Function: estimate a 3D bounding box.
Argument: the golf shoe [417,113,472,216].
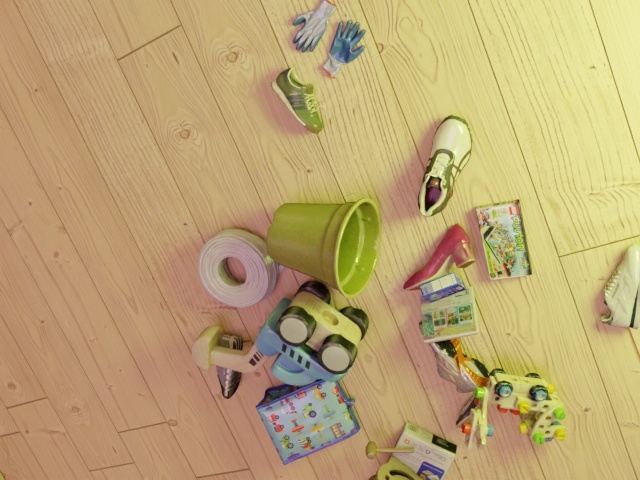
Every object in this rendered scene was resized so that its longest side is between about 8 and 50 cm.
[{"bbox_3d":[0.322,-0.186,1.603,0.105,0.120,0.272,17,113,14],"label":"golf shoe"}]

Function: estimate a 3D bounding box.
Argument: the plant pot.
[{"bbox_3d":[0.000,0.000,1.727,0.254,0.276,0.275,12,113,28],"label":"plant pot"}]

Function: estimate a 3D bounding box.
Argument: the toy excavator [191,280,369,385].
[{"bbox_3d":[-0.137,0.327,1.883,0.433,0.222,0.445,35,118,-1],"label":"toy excavator"}]

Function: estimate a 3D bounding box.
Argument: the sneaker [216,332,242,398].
[{"bbox_3d":[-0.338,0.415,2.087,0.132,0.086,0.228,13,103,20],"label":"sneaker"}]

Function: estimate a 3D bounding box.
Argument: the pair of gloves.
[{"bbox_3d":[0.018,-0.538,1.630,0.198,0.023,0.159,39,117,1],"label":"pair of gloves"}]

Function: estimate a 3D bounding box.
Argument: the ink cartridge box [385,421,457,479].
[{"bbox_3d":[0.291,0.776,2.005,0.176,0.069,0.370,23,113,9],"label":"ink cartridge box"}]

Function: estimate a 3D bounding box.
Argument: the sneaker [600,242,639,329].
[{"bbox_3d":[0.777,0.119,1.580,0.095,0.090,0.235,7,110,27],"label":"sneaker"}]

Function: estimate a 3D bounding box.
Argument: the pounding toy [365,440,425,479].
[{"bbox_3d":[0.242,0.738,1.888,0.270,0.154,0.154,36,117,3],"label":"pounding toy"}]

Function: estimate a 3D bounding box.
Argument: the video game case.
[{"bbox_3d":[0.361,0.210,1.737,0.157,0.143,0.019,-15,145,23],"label":"video game case"}]

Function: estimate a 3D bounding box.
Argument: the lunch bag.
[{"bbox_3d":[-0.025,0.567,2.013,0.293,0.138,0.220,-22,99,16],"label":"lunch bag"}]

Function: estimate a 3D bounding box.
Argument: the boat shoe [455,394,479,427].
[{"bbox_3d":[0.450,0.514,1.863,0.137,0.049,0.043,-59,42,29],"label":"boat shoe"}]

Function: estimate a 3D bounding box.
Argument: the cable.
[{"bbox_3d":[-0.259,0.091,1.925,0.257,0.089,0.257,30,116,7],"label":"cable"}]

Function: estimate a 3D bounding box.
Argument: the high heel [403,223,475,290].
[{"bbox_3d":[0.317,0.054,1.734,0.244,0.082,0.117,-37,61,41],"label":"high heel"}]

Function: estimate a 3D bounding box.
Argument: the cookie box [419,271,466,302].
[{"bbox_3d":[0.342,0.131,1.721,0.107,0.092,0.040,-23,67,19],"label":"cookie box"}]

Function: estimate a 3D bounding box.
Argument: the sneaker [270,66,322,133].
[{"bbox_3d":[-0.047,-0.388,1.684,0.192,0.064,0.086,49,122,0],"label":"sneaker"}]

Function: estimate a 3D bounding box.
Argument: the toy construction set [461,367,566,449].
[{"bbox_3d":[0.539,0.477,1.720,0.328,0.151,0.214,2,116,-20],"label":"toy construction set"}]

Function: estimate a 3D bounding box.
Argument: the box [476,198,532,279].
[{"bbox_3d":[0.494,-0.001,1.657,0.114,0.036,0.206,-10,106,22],"label":"box"}]

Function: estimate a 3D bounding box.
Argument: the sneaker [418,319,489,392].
[{"bbox_3d":[0.365,0.347,1.804,0.262,0.099,0.121,50,135,5],"label":"sneaker"}]
